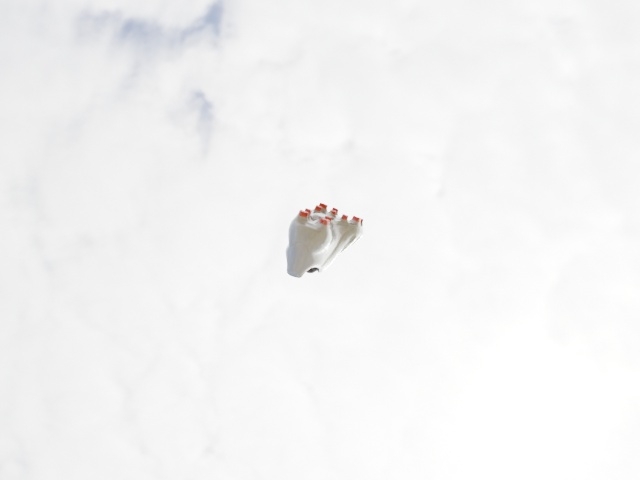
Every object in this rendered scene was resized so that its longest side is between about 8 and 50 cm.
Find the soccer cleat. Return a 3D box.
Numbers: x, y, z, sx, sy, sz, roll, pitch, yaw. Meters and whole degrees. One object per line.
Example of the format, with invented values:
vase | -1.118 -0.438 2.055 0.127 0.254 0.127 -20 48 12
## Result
soccer cleat | 0.000 0.000 1.042 0.068 0.196 0.076 22 -80 14
